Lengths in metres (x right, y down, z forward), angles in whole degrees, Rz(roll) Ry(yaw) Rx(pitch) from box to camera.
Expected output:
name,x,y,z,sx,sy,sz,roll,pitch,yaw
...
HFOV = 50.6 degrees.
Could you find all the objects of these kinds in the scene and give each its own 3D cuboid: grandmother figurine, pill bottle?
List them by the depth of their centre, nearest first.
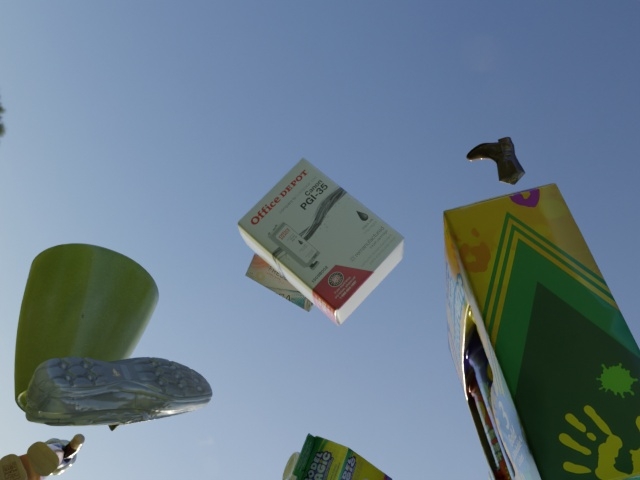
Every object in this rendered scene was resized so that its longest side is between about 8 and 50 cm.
name,x,y,z,sx,sy,sz,roll,pitch,yaw
pill bottle,-0.005,0.506,1.431,0.078,0.137,0.078,-59,-167,23
grandmother figurine,-0.637,0.511,1.558,0.342,0.207,0.104,116,-42,-75

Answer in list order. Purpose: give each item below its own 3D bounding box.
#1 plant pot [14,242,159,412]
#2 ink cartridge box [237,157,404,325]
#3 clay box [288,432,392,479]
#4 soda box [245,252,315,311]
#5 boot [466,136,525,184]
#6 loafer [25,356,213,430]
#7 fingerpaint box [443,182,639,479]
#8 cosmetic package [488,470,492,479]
name,x,y,z,sx,sy,sz,roll,pitch,yaw
plant pot,-0.492,0.204,1.363,0.275,0.274,0.294,115,-16,-45
ink cartridge box,0.000,0.000,1.386,0.283,0.207,0.117,40,-13,19
clay box,0.020,0.331,0.850,0.053,0.128,0.222,11,-23,28
soda box,-0.083,0.094,1.604,0.183,0.058,0.063,29,-72,13
boot,0.368,-0.157,1.427,0.106,0.037,0.114,-23,-127,22
loafer,-0.341,0.268,1.167,0.112,0.319,0.112,-62,-142,21
fingerpaint box,0.298,0.207,0.951,0.445,0.163,0.371,72,4,-56
cosmetic package,0.537,0.665,1.305,0.394,0.327,0.330,-100,180,-55
